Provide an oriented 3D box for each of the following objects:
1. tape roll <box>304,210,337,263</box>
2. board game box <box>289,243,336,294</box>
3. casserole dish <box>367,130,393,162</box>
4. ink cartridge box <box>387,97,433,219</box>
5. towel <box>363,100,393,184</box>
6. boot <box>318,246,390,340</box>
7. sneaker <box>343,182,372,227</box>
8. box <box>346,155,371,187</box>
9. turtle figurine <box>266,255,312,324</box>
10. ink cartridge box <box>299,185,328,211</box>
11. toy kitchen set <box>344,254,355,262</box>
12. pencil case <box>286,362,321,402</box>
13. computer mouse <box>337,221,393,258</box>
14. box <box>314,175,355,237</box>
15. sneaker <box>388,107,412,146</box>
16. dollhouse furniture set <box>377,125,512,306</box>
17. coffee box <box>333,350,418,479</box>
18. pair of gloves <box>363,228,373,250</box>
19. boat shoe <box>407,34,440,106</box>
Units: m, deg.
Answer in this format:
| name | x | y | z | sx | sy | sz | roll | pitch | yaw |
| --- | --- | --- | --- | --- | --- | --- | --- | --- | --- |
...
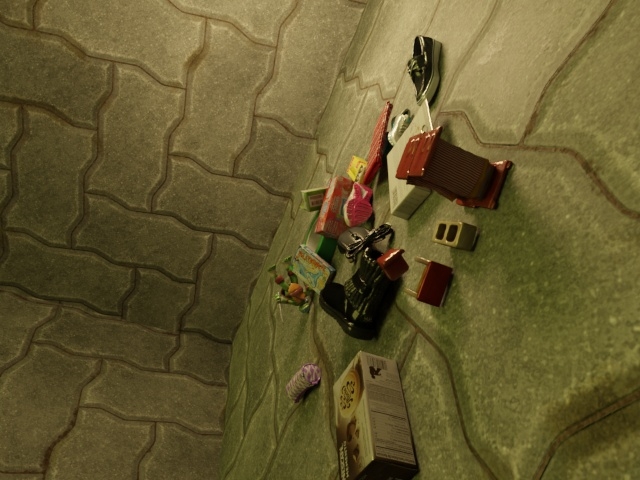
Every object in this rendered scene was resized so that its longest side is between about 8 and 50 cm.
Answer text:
| name | x | y | z | sx | sy | sz | roll | pitch | yaw |
| --- | --- | --- | --- | --- | --- | --- | --- | --- | --- |
| tape roll | 0.000 | 0.000 | 2.169 | 0.321 | 0.077 | 0.321 | -162 | 90 | -74 |
| board game box | -0.037 | 0.127 | 1.980 | 0.035 | 0.201 | 0.136 | -13 | -46 | -53 |
| casserole dish | 0.244 | -0.360 | 1.796 | 0.188 | 0.037 | 0.114 | 152 | 135 | -68 |
| ink cartridge box | 0.302 | -0.255 | 1.407 | 0.261 | 0.066 | 0.296 | 124 | 158 | -45 |
| towel | 0.219 | -0.366 | 1.718 | 0.199 | 0.031 | 0.274 | 118 | 166 | -72 |
| boot | 0.119 | 0.138 | 1.463 | 0.348 | 0.131 | 0.259 | -144 | 66 | -63 |
| sneaker | 0.142 | -0.116 | 1.756 | 0.252 | 0.103 | 0.111 | -68 | 1 | -52 |
| box | 0.173 | -0.296 | 1.928 | 0.232 | 0.058 | 0.087 | -107 | 37 | -66 |
| turtle figurine | -0.121 | 0.208 | 2.065 | 0.198 | 0.266 | 0.275 | -35 | -7 | 11 |
| ink cartridge box | 0.000 | -0.210 | 2.160 | 0.255 | 0.189 | 0.096 | -144 | 44 | -74 |
| toy kitchen set | 0.136 | 0.036 | 1.748 | 0.083 | 0.075 | 0.068 | -34 | -16 | 12 |
| pencil case | -0.066 | 0.556 | 1.754 | 0.088 | 0.087 | 0.206 | 65 | 144 | 28 |
| computer mouse | 0.127 | -0.010 | 1.576 | 0.189 | 0.072 | 0.272 | -32 | 6 | -11 |
| box | 0.077 | -0.138 | 1.963 | 0.128 | 0.123 | 0.256 | 167 | 120 | -73 |
| sneaker | 0.295 | -0.406 | 1.614 | 0.083 | 0.072 | 0.190 | -45 | 30 | 48 |
| dollhouse furniture set | 0.261 | -0.043 | 1.042 | 0.152 | 0.202 | 0.373 | -158 | 87 | -75 |
| coffee box | 0.124 | 0.452 | 1.110 | 0.297 | 0.119 | 0.168 | -93 | 26 | -54 |
| pair of gloves | 0.176 | -0.004 | 1.672 | 0.083 | 0.010 | 0.074 | 147 | 139 | -66 |
| boat shoe | 0.350 | -0.597 | 1.564 | 0.108 | 0.102 | 0.301 | 139 | 146 | -63 |
